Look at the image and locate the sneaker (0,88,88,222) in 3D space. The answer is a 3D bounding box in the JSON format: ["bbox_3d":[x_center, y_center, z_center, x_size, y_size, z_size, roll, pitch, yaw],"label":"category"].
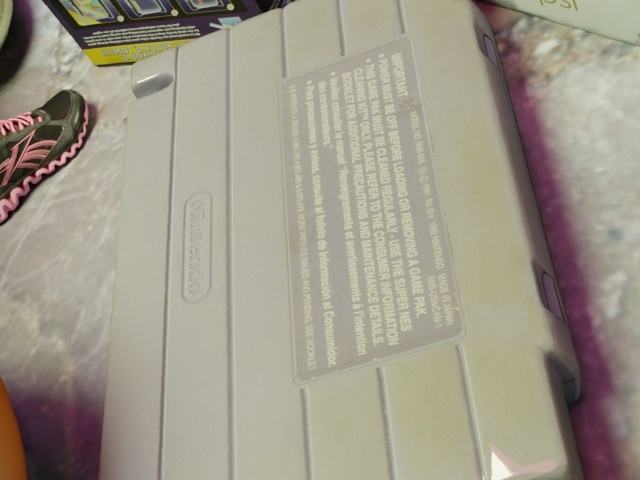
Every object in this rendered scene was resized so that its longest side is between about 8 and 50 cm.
[{"bbox_3d":[-0.210,-0.066,0.728,0.047,0.057,0.119,23,67,41],"label":"sneaker"}]

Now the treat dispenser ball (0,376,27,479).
[{"bbox_3d":[-0.271,0.124,0.447,0.288,0.288,0.288,-15,49,18],"label":"treat dispenser ball"}]

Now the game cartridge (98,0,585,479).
[{"bbox_3d":[0.000,0.000,0.564,0.230,0.068,0.355,-15,49,12],"label":"game cartridge"}]

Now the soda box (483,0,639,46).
[{"bbox_3d":[0.126,-0.187,0.636,0.216,0.069,0.074,29,72,40],"label":"soda box"}]

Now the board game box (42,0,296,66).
[{"bbox_3d":[-0.116,-0.185,0.712,0.170,0.141,0.048,2,58,29],"label":"board game box"}]

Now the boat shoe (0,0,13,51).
[{"bbox_3d":[-0.301,-0.195,0.874,0.081,0.068,0.228,0,47,-23],"label":"boat shoe"}]
